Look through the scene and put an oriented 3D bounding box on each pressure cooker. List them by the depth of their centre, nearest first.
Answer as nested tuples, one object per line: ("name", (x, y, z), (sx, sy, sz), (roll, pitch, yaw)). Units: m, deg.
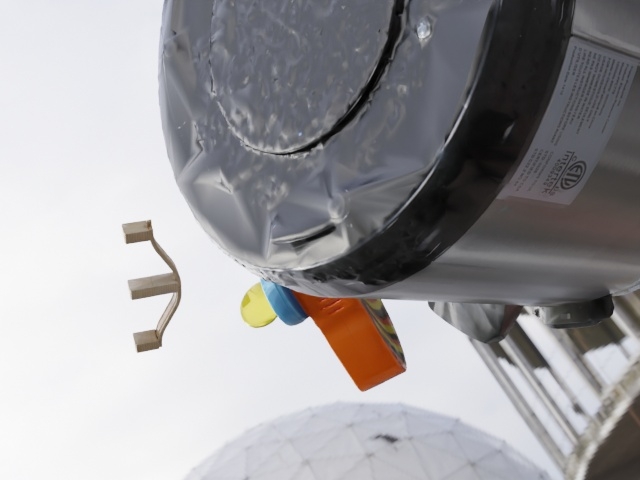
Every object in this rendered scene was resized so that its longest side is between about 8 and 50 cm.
("pressure cooker", (0.134, -0.124, 0.712), (0.420, 0.375, 0.370), (4, -27, -40))

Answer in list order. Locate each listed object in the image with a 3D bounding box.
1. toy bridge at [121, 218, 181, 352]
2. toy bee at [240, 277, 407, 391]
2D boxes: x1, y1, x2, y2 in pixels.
("toy bridge", (-0.201, 0.054, 1.129), (0.063, 0.026, 0.188), (-9, -54, -17))
("toy bee", (0.000, 0.000, 0.940), (0.195, 0.162, 0.298), (-9, -58, 4))
